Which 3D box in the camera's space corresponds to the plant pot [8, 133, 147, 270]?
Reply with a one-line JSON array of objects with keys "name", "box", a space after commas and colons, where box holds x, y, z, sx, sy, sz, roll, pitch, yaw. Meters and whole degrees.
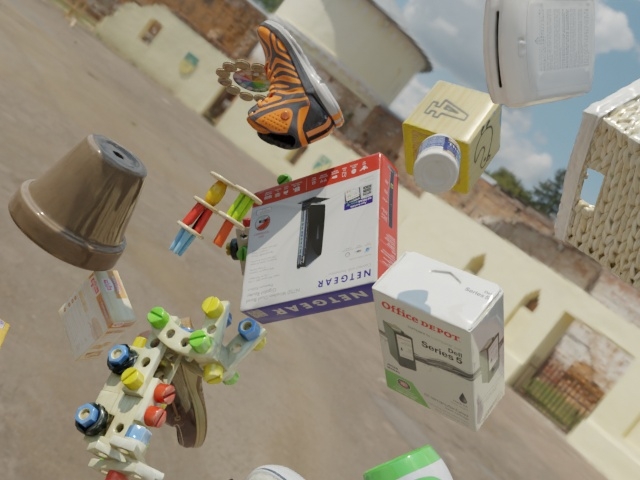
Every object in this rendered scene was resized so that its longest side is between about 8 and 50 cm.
[{"name": "plant pot", "box": [-0.498, -0.098, 1.604, 0.263, 0.229, 0.263, 38, 13, -10]}]

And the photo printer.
[{"name": "photo printer", "box": [0.436, -0.401, 1.481, 0.308, 0.255, 0.107, -18, 19, -42]}]

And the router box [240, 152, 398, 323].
[{"name": "router box", "box": [0.000, 0.000, 1.556, 0.082, 0.336, 0.301, 39, 45, -46]}]

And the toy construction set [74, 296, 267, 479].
[{"name": "toy construction set", "box": [-0.234, 0.227, 1.077, 0.215, 0.327, 0.151, 5, -50, 25]}]

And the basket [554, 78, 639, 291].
[{"name": "basket", "box": [0.662, -0.117, 1.362, 0.266, 0.331, 0.328, 46, -26, 36]}]

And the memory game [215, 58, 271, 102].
[{"name": "memory game", "box": [-0.166, -0.384, 1.798, 0.186, 0.012, 0.186, 11, -19, 4]}]

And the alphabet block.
[{"name": "alphabet block", "box": [0.347, -0.273, 1.939, 0.193, 0.197, 0.192, 22, -32, 28]}]

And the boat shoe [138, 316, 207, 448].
[{"name": "boat shoe", "box": [-0.292, 0.288, 1.421, 0.342, 0.123, 0.123, 95, -21, -43]}]

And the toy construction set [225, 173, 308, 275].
[{"name": "toy construction set", "box": [-0.108, -0.026, 1.913, 0.258, 0.308, 0.237, 23, 13, 10]}]

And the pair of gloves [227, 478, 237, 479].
[{"name": "pair of gloves", "box": [-0.193, 0.473, 1.399, 0.010, 0.074, 0.083, 60, -5, 19]}]

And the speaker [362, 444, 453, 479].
[{"name": "speaker", "box": [0.165, 0.444, 1.021, 0.296, 0.131, 0.131, 66, 13, 16]}]

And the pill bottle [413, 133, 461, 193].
[{"name": "pill bottle", "box": [0.178, -0.121, 1.113, 0.067, 0.067, 0.120, 37, 27, -6]}]

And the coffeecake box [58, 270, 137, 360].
[{"name": "coffeecake box", "box": [-0.535, 0.180, 1.759, 0.068, 0.185, 0.142, 1, 55, -51]}]

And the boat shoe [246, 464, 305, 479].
[{"name": "boat shoe", "box": [-0.046, 0.481, 1.033, 0.157, 0.135, 0.367, 7, 38, -44]}]

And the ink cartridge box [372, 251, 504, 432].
[{"name": "ink cartridge box", "box": [0.211, 0.178, 1.297, 0.198, 0.115, 0.272, 22, -40, 35]}]

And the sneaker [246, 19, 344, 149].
[{"name": "sneaker", "box": [-0.100, -0.333, 1.608, 0.321, 0.180, 0.124, 58, -1, 25]}]

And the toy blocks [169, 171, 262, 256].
[{"name": "toy blocks", "box": [-0.176, -0.027, 1.197, 0.123, 0.148, 0.054, 30, -5, 41]}]

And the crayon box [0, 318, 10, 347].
[{"name": "crayon box", "box": [-0.750, 0.128, 1.363, 0.323, 0.083, 0.203, 39, 0, -20]}]
